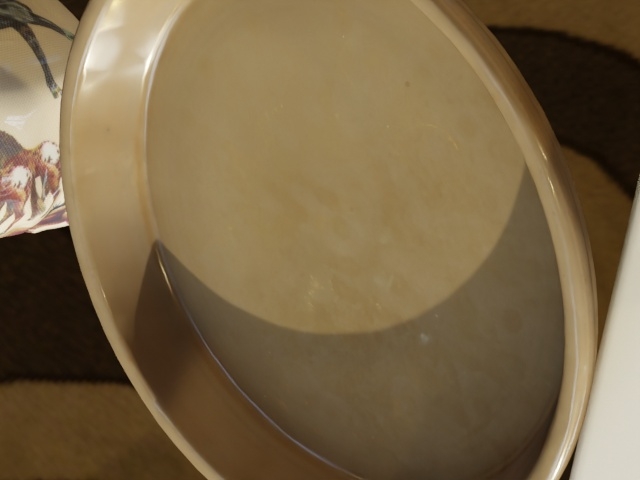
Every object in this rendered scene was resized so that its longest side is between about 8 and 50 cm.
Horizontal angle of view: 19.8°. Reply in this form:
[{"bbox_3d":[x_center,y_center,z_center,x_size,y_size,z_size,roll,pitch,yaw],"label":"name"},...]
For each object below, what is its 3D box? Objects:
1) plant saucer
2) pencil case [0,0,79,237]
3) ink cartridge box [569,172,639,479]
[{"bbox_3d":[0.000,0.000,0.734,0.041,0.278,0.278,-25,102,-43],"label":"plant saucer"},{"bbox_3d":[-0.285,-0.034,1.045,0.410,0.160,0.183,-25,135,-50],"label":"pencil case"},{"bbox_3d":[0.202,0.018,0.778,0.130,0.272,0.309,15,110,15],"label":"ink cartridge box"}]
